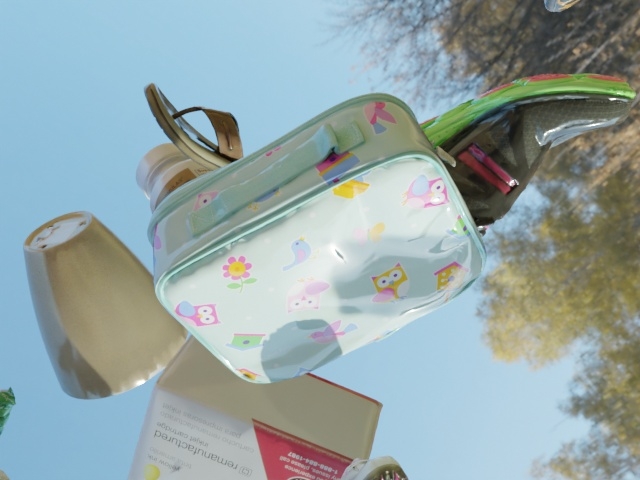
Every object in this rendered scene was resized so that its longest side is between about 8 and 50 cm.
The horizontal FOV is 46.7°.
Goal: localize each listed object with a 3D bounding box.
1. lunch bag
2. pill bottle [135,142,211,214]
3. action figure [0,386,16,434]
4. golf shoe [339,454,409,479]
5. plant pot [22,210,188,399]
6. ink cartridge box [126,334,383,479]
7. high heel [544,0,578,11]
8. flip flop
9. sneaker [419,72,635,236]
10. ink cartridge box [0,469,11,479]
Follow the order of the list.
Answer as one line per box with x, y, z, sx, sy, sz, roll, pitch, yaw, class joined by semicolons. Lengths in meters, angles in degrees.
0.000;0.000;0.669;0.224;0.279;0.108;53;-167;-43;lunch bag
-0.194;-0.054;1.178;0.131;0.131;0.229;-4;-140;-47;pill bottle
-0.577;0.309;1.264;0.063;0.232;0.137;31;-141;-30;action figure
0.043;0.259;0.762;0.068;0.186;0.086;-8;-129;-16;golf shoe
-0.404;0.094;1.322;0.256;0.257;0.274;-72;-31;-55;plant pot
-0.116;0.358;1.011;0.279;0.384;0.160;21;-157;3;ink cartridge box
0.325;-0.339;0.780;0.093;0.186;0.261;43;-138;14;high heel
-0.133;-0.135;1.056;0.277;0.080;0.112;38;-171;-17;flip flop
0.250;-0.117;1.159;0.202;0.483;0.185;65;-162;-6;sneaker
-0.254;0.236;0.596;0.179;0.145;0.045;32;-136;-6;ink cartridge box
